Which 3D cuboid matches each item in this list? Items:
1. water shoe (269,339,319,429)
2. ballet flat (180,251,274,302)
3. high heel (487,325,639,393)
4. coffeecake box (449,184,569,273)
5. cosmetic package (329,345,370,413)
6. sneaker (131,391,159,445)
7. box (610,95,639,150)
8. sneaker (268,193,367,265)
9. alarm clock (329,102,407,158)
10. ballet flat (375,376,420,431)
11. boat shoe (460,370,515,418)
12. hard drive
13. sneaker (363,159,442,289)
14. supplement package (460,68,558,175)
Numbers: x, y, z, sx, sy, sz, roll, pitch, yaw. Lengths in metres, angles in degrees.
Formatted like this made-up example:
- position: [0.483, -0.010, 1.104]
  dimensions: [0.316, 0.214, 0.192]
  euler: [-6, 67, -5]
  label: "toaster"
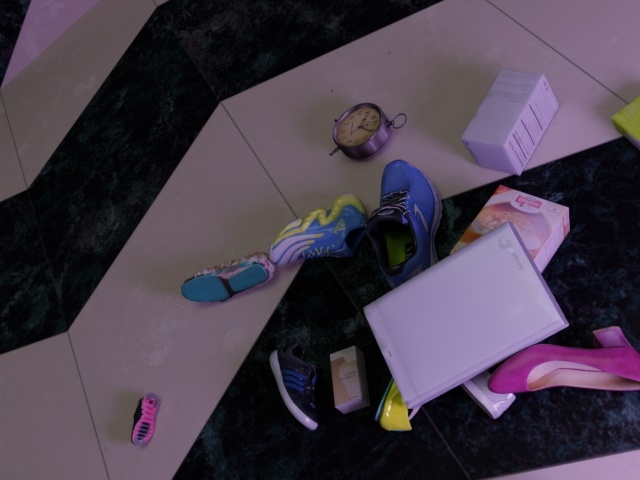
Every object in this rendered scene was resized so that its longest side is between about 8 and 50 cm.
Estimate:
- position: [-0.039, 0.277, 1.649]
  dimensions: [0.080, 0.073, 0.203]
  euler: [-36, 46, 6]
  label: "water shoe"
- position: [-0.204, 0.084, 1.911]
  dimensions: [0.241, 0.091, 0.077]
  euler: [-14, 23, 22]
  label: "ballet flat"
- position: [0.399, 0.226, 1.355]
  dimensions: [0.244, 0.082, 0.117]
  euler: [-16, 41, 2]
  label: "high heel"
- position: [0.346, 0.002, 1.525]
  dimensions: [0.142, 0.068, 0.185]
  euler: [22, 60, 33]
  label: "coffeecake box"
- position: [0.056, 0.268, 1.609]
  dimensions: [0.060, 0.041, 0.115]
  euler: [-24, 49, 20]
  label: "cosmetic package"
- position: [-0.395, 0.396, 1.847]
  dimensions: [0.057, 0.047, 0.119]
  euler: [-22, 44, 41]
  label: "sneaker"
- position: [0.629, -0.200, 1.525]
  dimensions: [0.109, 0.042, 0.178]
  euler: [-37, 46, 9]
  label: "box"
- position: [0.000, 0.000, 1.802]
  dimensions: [0.240, 0.091, 0.126]
  euler: [-36, 46, 8]
  label: "sneaker"
- position: [0.113, -0.253, 1.915]
  dimensions: [0.192, 0.064, 0.129]
  euler: [-12, 54, 32]
  label: "alarm clock"
- position: [0.169, 0.241, 1.537]
  dimensions: [0.077, 0.077, 0.231]
  euler: [13, 70, 18]
  label: "ballet flat"
- position: [0.269, 0.229, 1.472]
  dimensions: [0.063, 0.066, 0.184]
  euler: [-37, 44, -5]
  label: "boat shoe"
- position: [0.241, 0.131, 1.446]
  dimensions: [0.307, 0.040, 0.203]
  euler: [-33, 65, 21]
  label: "hard drive"
- position: [0.166, -0.042, 1.673]
  dimensions: [0.130, 0.147, 0.330]
  euler: [-21, 49, 22]
  label: "sneaker"
- position: [0.382, -0.239, 1.685]
  dimensions: [0.105, 0.105, 0.179]
  euler: [20, 73, 41]
  label: "supplement package"
